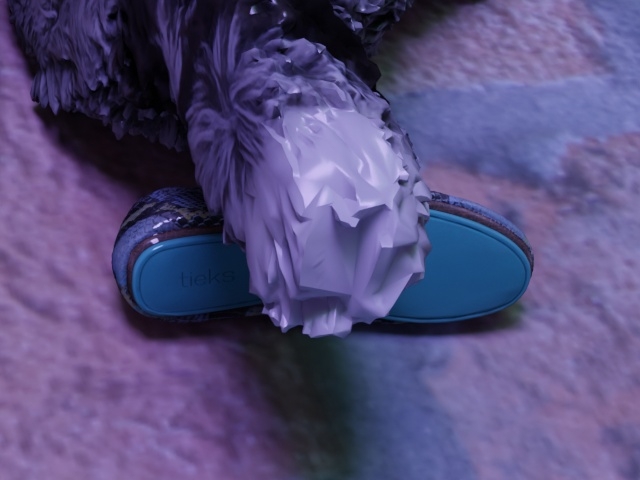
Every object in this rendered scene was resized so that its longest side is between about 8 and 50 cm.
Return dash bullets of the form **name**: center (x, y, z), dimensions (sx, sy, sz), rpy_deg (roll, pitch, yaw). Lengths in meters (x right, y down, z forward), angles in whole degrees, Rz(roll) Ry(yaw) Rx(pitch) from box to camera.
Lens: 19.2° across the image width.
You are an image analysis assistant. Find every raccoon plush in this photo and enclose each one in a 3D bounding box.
- **raccoon plush**: center (0.035, -0.113, 0.871), dimensions (0.299, 0.216, 0.446), rpy_deg (-4, 51, -26)

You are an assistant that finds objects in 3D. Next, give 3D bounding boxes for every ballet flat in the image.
- **ballet flat**: center (0.000, 0.000, 0.836), dimensions (0.188, 0.070, 0.070), rpy_deg (3, 45, -17)
